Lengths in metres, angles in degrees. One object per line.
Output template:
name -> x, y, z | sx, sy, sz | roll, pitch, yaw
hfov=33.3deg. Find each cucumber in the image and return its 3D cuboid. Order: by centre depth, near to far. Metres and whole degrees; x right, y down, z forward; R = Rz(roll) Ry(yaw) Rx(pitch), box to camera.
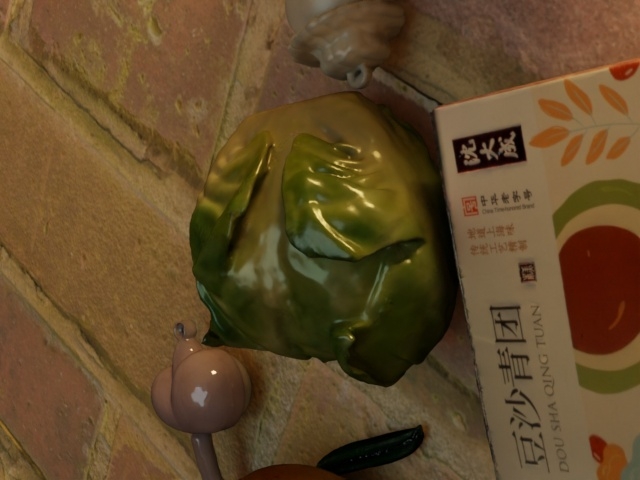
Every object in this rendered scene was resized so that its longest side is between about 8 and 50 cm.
cucumber -> 0.049, 0.234, 1.171 | 0.184, 0.036, 0.033 | -27, 88, 47

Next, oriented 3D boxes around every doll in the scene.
doll -> -0.001, -0.282, 1.044 | 0.138, 0.119, 0.293 | -25, 76, 30
doll -> -0.132, 0.277, 1.328 | 0.160, 0.094, 0.365 | -8, 93, 54

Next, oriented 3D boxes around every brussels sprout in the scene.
brussels sprout -> 0.003, 0.000, 1.029 | 0.259, 0.227, 0.294 | -12, 83, 33

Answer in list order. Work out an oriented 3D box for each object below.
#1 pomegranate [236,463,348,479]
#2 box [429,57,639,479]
pomegranate -> -0.041, 0.354, 1.164 | 0.233, 0.233, 0.233 | 14, 110, 44
box -> 0.285, 0.033, 0.795 | 0.385, 0.122, 0.344 | -6, 95, 51
